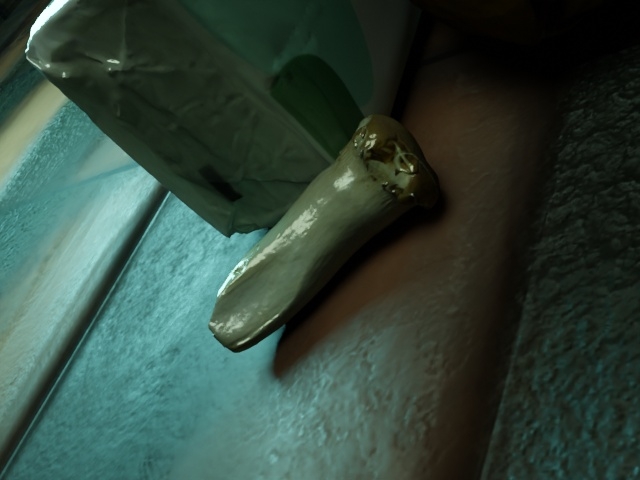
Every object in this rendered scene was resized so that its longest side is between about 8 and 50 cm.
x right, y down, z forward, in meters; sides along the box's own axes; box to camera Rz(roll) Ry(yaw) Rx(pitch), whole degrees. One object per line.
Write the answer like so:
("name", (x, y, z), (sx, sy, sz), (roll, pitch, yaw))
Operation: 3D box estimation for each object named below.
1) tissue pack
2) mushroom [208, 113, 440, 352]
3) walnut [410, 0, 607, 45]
("tissue pack", (-0.057, -0.215, 0.818), (0.193, 0.266, 0.357), (-22, 35, 39))
("mushroom", (0.000, 0.000, 0.681), (0.209, 0.084, 0.071), (-45, -11, 6))
("walnut", (0.137, -0.271, 0.732), (0.209, 0.209, 0.336), (-39, 27, 5))
